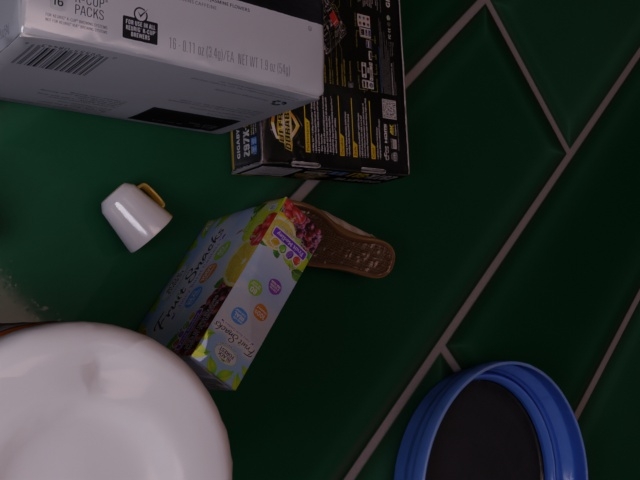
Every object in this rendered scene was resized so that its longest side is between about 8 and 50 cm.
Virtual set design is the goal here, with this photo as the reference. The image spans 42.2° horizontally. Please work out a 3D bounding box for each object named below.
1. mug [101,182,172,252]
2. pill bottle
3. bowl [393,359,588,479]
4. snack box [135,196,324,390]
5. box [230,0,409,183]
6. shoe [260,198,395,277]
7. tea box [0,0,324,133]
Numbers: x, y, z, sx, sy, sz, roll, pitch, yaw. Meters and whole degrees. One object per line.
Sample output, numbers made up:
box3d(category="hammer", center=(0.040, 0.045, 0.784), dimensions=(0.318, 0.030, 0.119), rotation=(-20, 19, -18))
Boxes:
box3d(category="mug", center=(-0.211, -0.031, 0.931), dimensions=(0.062, 0.078, 0.064), rotation=(-42, 104, 0))
box3d(category="pill bottle", center=(-0.261, 0.175, 0.637), dimensions=(0.224, 0.392, 0.224), rotation=(5, 82, -39))
box3d(category="bowl", center=(0.262, 0.377, 1.251), dimensions=(0.391, 0.077, 0.391), rotation=(5, 81, -39))
box3d(category="snack box", center=(-0.111, 0.062, 0.916), dimensions=(0.070, 0.174, 0.207), rotation=(44, 60, -23))
box3d(category="box", center=(-0.002, -0.244, 1.109), dimensions=(0.257, 0.079, 0.322), rotation=(0, 85, -38))
box3d(category="shoe", center=(0.000, 0.000, 1.100), dimensions=(0.219, 0.058, 0.076), rotation=(22, 91, -32))
box3d(category="tea box", center=(-0.187, -0.305, 0.869), dimensions=(0.329, 0.220, 0.323), rotation=(3, 82, -39))
